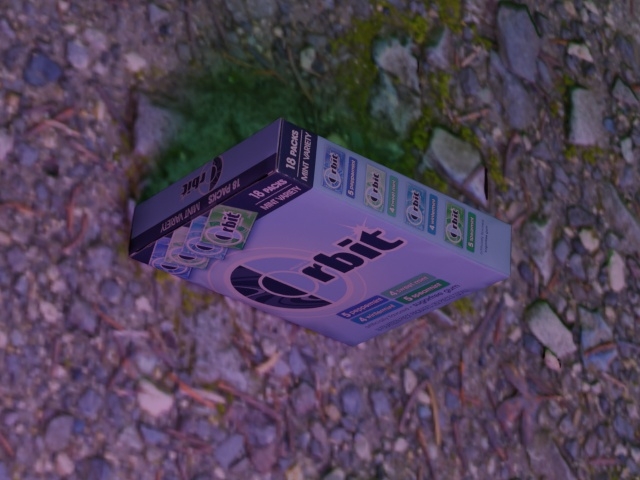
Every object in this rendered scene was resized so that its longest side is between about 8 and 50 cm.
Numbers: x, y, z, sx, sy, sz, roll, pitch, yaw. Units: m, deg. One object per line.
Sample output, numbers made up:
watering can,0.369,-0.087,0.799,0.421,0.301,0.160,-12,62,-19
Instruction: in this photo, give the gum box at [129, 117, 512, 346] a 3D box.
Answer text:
gum box,0.000,0.000,1.234,0.184,0.157,0.041,22,58,-31
